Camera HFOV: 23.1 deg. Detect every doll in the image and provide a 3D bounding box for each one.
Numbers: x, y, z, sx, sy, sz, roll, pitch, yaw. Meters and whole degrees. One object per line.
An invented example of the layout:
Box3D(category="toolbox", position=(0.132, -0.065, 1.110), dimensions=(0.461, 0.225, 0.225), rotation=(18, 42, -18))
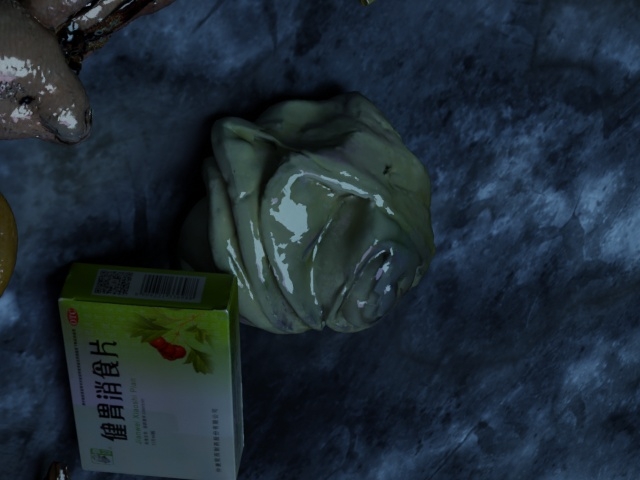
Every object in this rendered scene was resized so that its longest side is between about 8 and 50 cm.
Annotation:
Box3D(category="doll", position=(-0.201, -0.170, 1.346), dimensions=(0.303, 0.156, 0.201), rotation=(-28, 172, -18))

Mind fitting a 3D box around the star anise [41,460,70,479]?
Box3D(category="star anise", position=(-0.325, 0.364, 1.755), dimensions=(0.288, 0.088, 0.288), rotation=(-25, 134, -30))

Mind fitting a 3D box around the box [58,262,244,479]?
Box3D(category="box", position=(-0.174, 0.144, 1.661), dimensions=(0.175, 0.062, 0.260), rotation=(4, 130, 5))

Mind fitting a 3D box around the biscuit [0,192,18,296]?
Box3D(category="biscuit", position=(-0.352, 0.030, 1.490), dimensions=(0.144, 0.033, 0.224), rotation=(-2, 122, -45))

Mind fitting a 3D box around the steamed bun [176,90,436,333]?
Box3D(category="steamed bun", position=(0.000, 0.000, 1.687), dimensions=(0.280, 0.207, 0.268), rotation=(-15, 131, -35))

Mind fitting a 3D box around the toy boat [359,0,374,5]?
Box3D(category="toy boat", position=(0.055, -0.359, 1.515), dimensions=(0.089, 0.115, 0.310), rotation=(-31, 139, -24))
